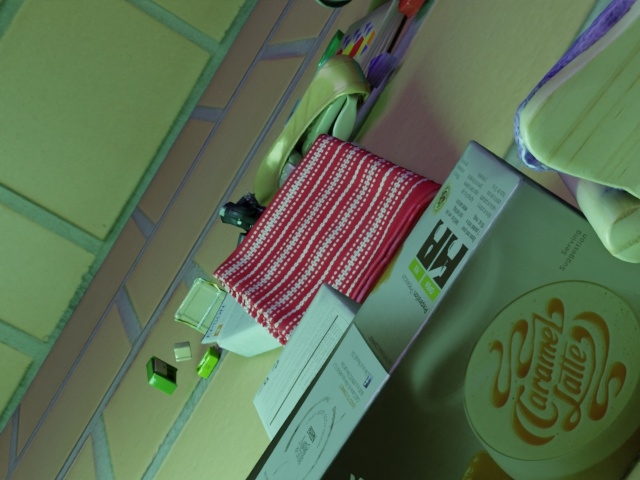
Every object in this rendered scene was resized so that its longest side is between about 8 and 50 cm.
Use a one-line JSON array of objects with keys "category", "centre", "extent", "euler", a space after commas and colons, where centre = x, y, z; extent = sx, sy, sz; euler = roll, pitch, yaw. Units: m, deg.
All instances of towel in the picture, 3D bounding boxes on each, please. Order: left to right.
[{"category": "towel", "centre": [0.000, 0.000, 1.082], "extent": [0.199, 0.031, 0.275], "euler": [-54, 28, -1]}]

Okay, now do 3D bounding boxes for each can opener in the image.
[{"category": "can opener", "centre": [-0.093, -0.024, 1.318], "extent": [0.073, 0.059, 0.186], "euler": [-59, 14, 2]}]

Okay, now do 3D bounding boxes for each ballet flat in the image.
[{"category": "ballet flat", "centre": [-0.012, -0.112, 1.370], "extent": [0.073, 0.080, 0.232], "euler": [54, 130, 33]}]

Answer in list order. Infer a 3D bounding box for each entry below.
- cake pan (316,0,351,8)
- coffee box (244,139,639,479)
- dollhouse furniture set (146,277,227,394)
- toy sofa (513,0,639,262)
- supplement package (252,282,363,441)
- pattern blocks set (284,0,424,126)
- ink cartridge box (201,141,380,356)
[{"category": "cake pan", "centre": [0.049, -0.463, 1.568], "extent": [0.293, 0.054, 0.293], "euler": [-36, -48, -56]}, {"category": "coffee box", "centre": [0.074, 0.093, 0.599], "extent": [0.246, 0.141, 0.098], "euler": [-56, 16, 9]}, {"category": "dollhouse furniture set", "centre": [-0.153, 0.112, 1.389], "extent": [0.152, 0.076, 0.058], "euler": [-57, 16, 10]}, {"category": "toy sofa", "centre": [0.234, -0.152, 0.493], "extent": [0.362, 0.177, 0.150], "euler": [-55, 16, 19]}, {"category": "supplement package", "centre": [0.035, 0.112, 0.749], "extent": [0.105, 0.105, 0.179], "euler": [-58, 16, 3]}, {"category": "pattern blocks set", "centre": [0.048, -0.236, 1.499], "extent": [0.285, 0.026, 0.325], "euler": [-60, 16, -3]}, {"category": "ink cartridge box", "centre": [-0.034, 0.018, 1.250], "extent": [0.223, 0.045, 0.224], "euler": [-64, 15, -18]}]
